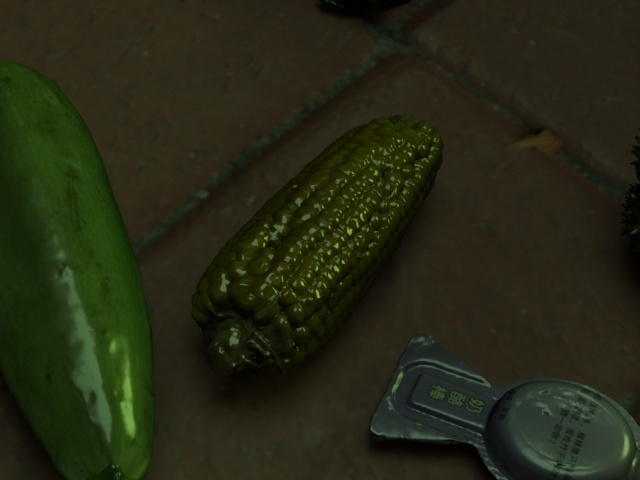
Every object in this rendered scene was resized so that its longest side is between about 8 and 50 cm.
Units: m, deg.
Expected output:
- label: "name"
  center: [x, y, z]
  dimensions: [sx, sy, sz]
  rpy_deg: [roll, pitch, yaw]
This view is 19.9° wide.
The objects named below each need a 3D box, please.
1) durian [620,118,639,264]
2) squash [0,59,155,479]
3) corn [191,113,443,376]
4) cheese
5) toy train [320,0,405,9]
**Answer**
- label: "durian"
  center: [0.284, -0.028, 1.285]
  dimensions: [0.137, 0.158, 0.168]
  rpy_deg: [-32, 63, -11]
- label: "squash"
  center: [-0.174, 0.027, 1.209]
  dimensions: [0.118, 0.118, 0.370]
  rpy_deg: [-15, 57, -18]
- label: "corn"
  center: [0.000, 0.000, 1.265]
  dimensions: [0.097, 0.097, 0.261]
  rpy_deg: [28, 52, 15]
- label: "cheese"
  center: [0.134, 0.125, 1.216]
  dimensions: [0.191, 0.042, 0.105]
  rpy_deg: [22, 51, 11]
- label: "toy train"
  center: [0.022, -0.256, 1.491]
  dimensions: [0.099, 0.070, 0.172]
  rpy_deg: [-17, 56, -33]
